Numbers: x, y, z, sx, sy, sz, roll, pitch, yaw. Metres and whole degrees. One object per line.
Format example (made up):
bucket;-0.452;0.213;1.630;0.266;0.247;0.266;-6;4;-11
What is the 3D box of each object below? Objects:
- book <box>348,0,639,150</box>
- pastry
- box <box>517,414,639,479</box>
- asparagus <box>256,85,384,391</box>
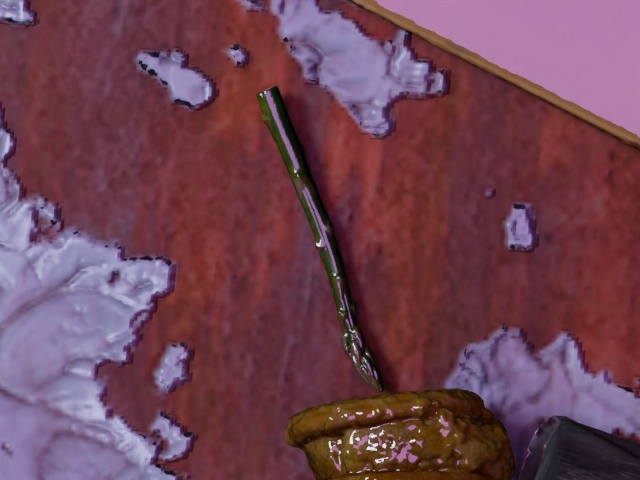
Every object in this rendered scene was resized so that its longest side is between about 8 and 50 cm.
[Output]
book;0.068;-0.241;0.826;0.389;0.032;0.269;29;91;7
pastry;0.037;0.100;0.775;0.109;0.097;0.057;-10;81;17
box;0.131;0.215;0.715;0.155;0.149;0.231;19;97;7
asparagus;0.000;0.000;0.825;0.016;0.016;0.162;-20;87;14
